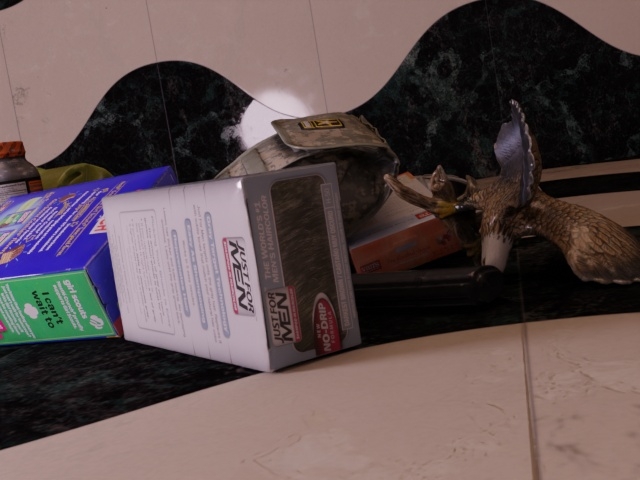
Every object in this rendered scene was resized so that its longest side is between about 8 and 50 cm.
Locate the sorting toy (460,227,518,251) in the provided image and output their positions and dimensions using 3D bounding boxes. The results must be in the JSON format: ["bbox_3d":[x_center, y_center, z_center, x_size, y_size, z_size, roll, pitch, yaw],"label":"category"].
[{"bbox_3d":[0.218,0.001,1.517,0.208,0.038,0.193,-4,6,8],"label":"sorting toy"}]

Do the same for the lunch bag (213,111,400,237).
[{"bbox_3d":[-0.031,-0.081,1.329,0.287,0.169,0.235,-38,21,3],"label":"lunch bag"}]

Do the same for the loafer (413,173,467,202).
[{"bbox_3d":[0.250,-0.117,2.270,0.319,0.112,0.111,-13,-2,-39],"label":"loafer"}]

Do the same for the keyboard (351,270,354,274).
[{"bbox_3d":[0.058,0.030,1.413,0.180,0.023,0.108,-13,28,15],"label":"keyboard"}]

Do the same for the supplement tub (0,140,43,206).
[{"bbox_3d":[-0.643,-0.032,1.817,0.193,0.316,0.193,-9,5,1],"label":"supplement tub"}]

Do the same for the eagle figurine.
[{"bbox_3d":[0.251,-0.038,1.111,0.226,0.225,0.298,-1,-10,-28],"label":"eagle figurine"}]

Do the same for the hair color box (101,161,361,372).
[{"bbox_3d":[-0.116,0.025,1.011,0.113,0.186,0.374,-12,6,-32],"label":"hair color box"}]

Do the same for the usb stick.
[{"bbox_3d":[0.083,0.058,1.072,0.277,0.045,0.077,-5,7,39],"label":"usb stick"}]

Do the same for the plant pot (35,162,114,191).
[{"bbox_3d":[-0.574,-0.057,2.015,0.253,0.276,0.276,-13,1,43],"label":"plant pot"}]

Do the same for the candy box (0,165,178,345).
[{"bbox_3d":[-0.378,0.026,1.319,0.317,0.122,0.268,-8,30,25],"label":"candy box"}]

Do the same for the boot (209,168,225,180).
[{"bbox_3d":[-0.298,-0.039,1.877,0.367,0.146,0.445,-35,-5,15],"label":"boot"}]

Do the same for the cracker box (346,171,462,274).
[{"bbox_3d":[0.101,-0.022,1.368,0.155,0.067,0.232,-20,20,-3],"label":"cracker box"}]
